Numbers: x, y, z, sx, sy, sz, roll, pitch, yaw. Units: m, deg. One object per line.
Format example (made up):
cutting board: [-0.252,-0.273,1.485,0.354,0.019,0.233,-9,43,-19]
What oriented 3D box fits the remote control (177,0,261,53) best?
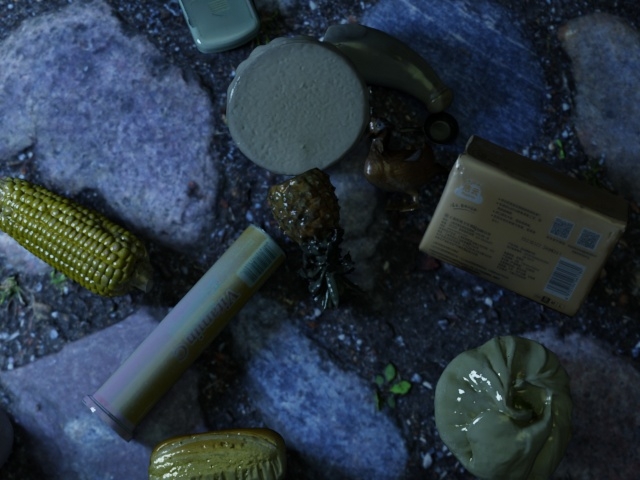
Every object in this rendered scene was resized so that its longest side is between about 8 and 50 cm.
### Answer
remote control: [-0.220,-0.507,1.934,0.140,0.056,0.296,-22,78,-6]

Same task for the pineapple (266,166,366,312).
pineapple: [-0.001,0.000,1.765,0.128,0.128,0.248,-22,91,-8]

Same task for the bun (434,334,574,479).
bun: [0.317,0.286,1.693,0.259,0.160,0.259,0,77,0]

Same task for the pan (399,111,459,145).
pan: [0.205,-0.209,1.888,0.115,0.023,0.068,-2,76,-6]

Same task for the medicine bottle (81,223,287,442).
medicine bottle: [-0.227,0.156,1.736,0.108,0.108,0.426,40,76,8]

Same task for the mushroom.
mushroom: [0.130,-0.330,1.878,0.270,0.103,0.118,20,61,0]

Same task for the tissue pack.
tissue pack: [0.363,-0.044,1.772,0.305,0.238,0.238,23,75,5]

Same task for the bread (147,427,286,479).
bread: [-0.173,0.371,1.659,0.236,0.140,0.106,-7,79,-4]

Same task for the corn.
corn: [-0.443,-0.005,1.754,0.347,0.130,0.130,29,76,9]

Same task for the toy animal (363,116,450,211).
toy animal: [0.158,-0.146,1.824,0.188,0.089,0.179,-14,98,-31]

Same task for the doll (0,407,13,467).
doll: [-0.582,0.314,1.581,0.151,0.287,0.151,1,77,-4]

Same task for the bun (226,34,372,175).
bun: [-0.049,-0.261,1.827,0.263,0.175,0.263,-5,116,-9]
